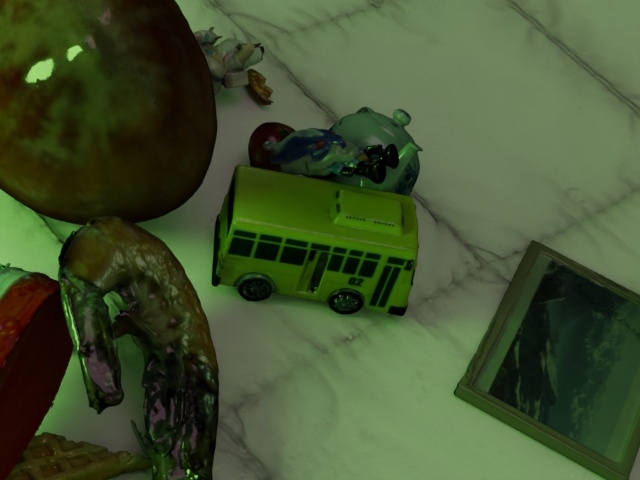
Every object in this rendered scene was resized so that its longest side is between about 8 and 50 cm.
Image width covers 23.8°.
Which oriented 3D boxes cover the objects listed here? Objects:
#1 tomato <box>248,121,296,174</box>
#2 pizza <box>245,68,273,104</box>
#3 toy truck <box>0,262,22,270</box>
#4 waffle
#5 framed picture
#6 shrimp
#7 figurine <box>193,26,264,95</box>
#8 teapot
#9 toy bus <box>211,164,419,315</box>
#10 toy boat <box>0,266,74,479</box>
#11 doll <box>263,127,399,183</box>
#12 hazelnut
[{"bbox_3d":[-0.062,-0.122,2.116,0.087,0.075,0.087,21,30,-13],"label":"tomato"},{"bbox_3d":[-0.091,-0.225,2.246,0.037,0.016,0.083,-8,47,-26],"label":"pizza"},{"bbox_3d":[-0.358,0.067,1.821,0.154,0.080,0.078,19,17,-4],"label":"toy truck"},{"bbox_3d":[-0.290,0.230,1.717,0.191,0.032,0.125,-14,51,-35],"label":"waffle"},{"bbox_3d":[0.343,0.154,2.046,0.247,0.022,0.335,29,43,6],"label":"framed picture"},{"bbox_3d":[-0.195,0.159,1.702,0.272,0.085,0.445,39,33,-49],"label":"shrimp"},{"bbox_3d":[-0.176,-0.245,2.168,0.137,0.112,0.229,18,28,37],"label":"figurine"},{"bbox_3d":[0.073,-0.119,2.086,0.159,0.159,0.232,5,18,-17],"label":"teapot"},{"bbox_3d":[0.000,0.000,1.964,0.262,0.150,0.128,10,44,-10],"label":"toy bus"},{"bbox_3d":[-0.371,0.146,1.647,0.133,0.145,0.332,7,43,18],"label":"toy boat"},{"bbox_3d":[0.006,-0.110,1.985,0.195,0.070,0.096,11,33,31],"label":"doll"},{"bbox_3d":[-0.286,-0.185,1.898,0.366,0.366,0.366,11,45,-11],"label":"hazelnut"}]
